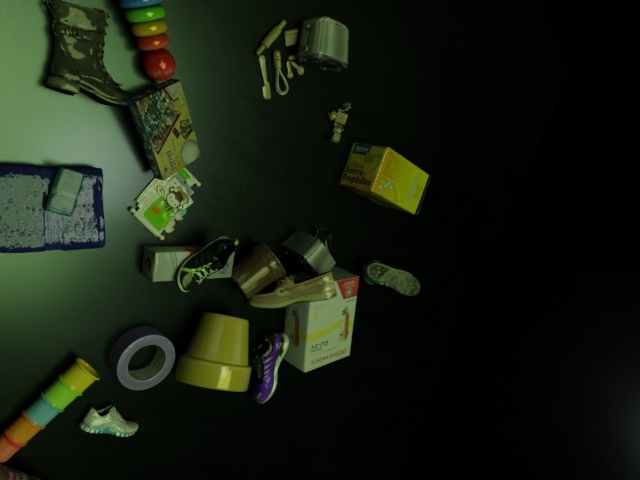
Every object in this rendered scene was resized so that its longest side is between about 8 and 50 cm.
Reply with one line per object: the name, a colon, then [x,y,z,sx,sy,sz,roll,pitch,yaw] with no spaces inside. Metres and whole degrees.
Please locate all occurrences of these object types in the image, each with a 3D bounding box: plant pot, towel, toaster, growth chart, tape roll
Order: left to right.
towel: [-0.729,-0.082,1.195,0.308,0.076,0.227,-5,101,-42]
towel: [-0.657,-0.126,1.180,0.067,0.029,0.119,20,85,-43]
tape roll: [-0.577,0.380,1.488,0.189,0.080,0.189,-15,114,-39]
growth chart: [-0.481,-0.132,1.444,0.237,0.021,0.172,-57,135,-12]
plant pot: [-0.354,0.381,1.601,0.254,0.254,0.239,26,70,-45]
plant pot: [-0.241,0.116,1.669,0.165,0.167,0.167,-40,128,-17]
toaster: [-0.046,0.063,1.809,0.110,0.186,0.168,-48,131,-15]
toaster: [0.020,-0.701,1.643,0.227,0.129,0.146,-5,104,-49]

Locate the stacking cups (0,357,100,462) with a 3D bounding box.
stacking cups: [-0.797,0.485,1.322,0.316,0.096,0.096,-45,130,-17]

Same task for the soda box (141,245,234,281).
soda box: [-0.430,0.071,1.511,0.286,0.091,0.098,1,103,-44]

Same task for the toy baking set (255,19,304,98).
toy baking set: [-0.138,-0.623,1.591,0.256,0.030,0.197,-52,133,-18]

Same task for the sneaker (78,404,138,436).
sneaker: [-0.667,0.578,1.481,0.191,0.071,0.083,32,76,-45]

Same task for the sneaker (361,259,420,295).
sneaker: [0.319,0.179,2.197,0.295,0.178,0.124,25,86,-16]

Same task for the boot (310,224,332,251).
boot: [0.000,0.000,1.929,0.099,0.045,0.121,14,87,-47]

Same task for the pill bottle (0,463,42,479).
pill bottle: [-0.873,0.724,1.269,0.162,0.162,0.278,-50,133,-19]

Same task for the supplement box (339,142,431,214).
supplement box: [0.289,-0.264,2.006,0.356,0.194,0.195,20,90,-45]

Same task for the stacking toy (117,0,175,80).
stacking toy: [-0.469,-0.596,1.224,0.141,0.141,0.330,-30,127,-33]

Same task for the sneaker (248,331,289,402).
sneaker: [-0.240,0.504,1.846,0.146,0.102,0.293,20,85,-41]

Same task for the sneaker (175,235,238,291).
sneaker: [-0.355,0.069,1.447,0.234,0.097,0.084,-51,130,-23]

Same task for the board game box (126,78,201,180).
board game box: [-0.444,-0.319,1.327,0.165,0.042,0.243,-47,144,-39]

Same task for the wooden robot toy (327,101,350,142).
wooden robot toy: [0.060,-0.480,1.823,0.079,0.076,0.173,18,92,-10]

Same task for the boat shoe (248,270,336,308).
boat shoe: [-0.113,0.183,1.741,0.121,0.341,0.110,-49,130,-81]

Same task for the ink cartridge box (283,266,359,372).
ink cartridge box: [0.001,0.329,1.961,0.279,0.160,0.384,-7,109,-42]

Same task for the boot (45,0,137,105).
boot: [-0.575,-0.479,1.188,0.263,0.091,0.229,6,96,-48]
